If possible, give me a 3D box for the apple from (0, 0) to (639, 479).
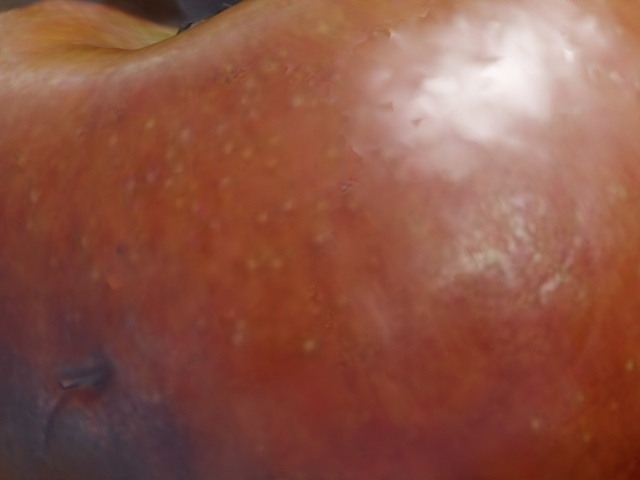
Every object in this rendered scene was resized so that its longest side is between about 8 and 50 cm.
[{"bbox_3d":[0.000,0.000,0.452,0.272,0.251,0.206,-19,109,6],"label":"apple"}]
